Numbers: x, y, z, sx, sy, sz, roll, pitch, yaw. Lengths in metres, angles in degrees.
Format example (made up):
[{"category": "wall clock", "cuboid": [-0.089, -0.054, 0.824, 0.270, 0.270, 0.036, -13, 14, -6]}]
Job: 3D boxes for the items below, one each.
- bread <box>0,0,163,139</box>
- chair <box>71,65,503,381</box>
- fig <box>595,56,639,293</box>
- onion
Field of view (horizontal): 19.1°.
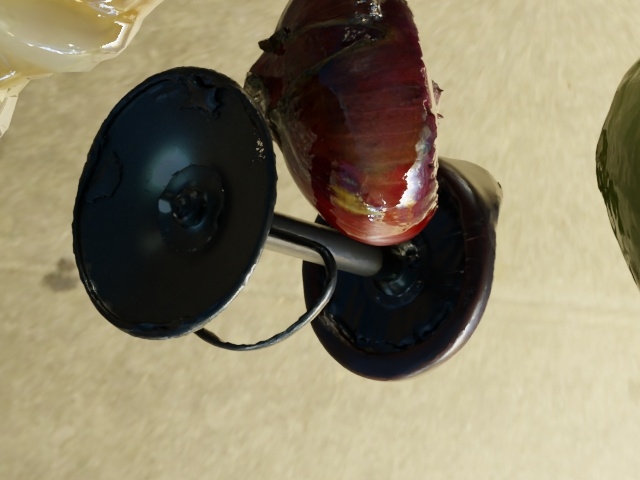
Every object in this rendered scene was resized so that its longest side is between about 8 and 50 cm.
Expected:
[{"category": "bread", "cuboid": [-0.157, -0.214, 0.437, 0.371, 0.279, 0.390, -34, 118, 30]}, {"category": "chair", "cuboid": [0.000, 0.000, 1.659, 0.226, 0.401, 0.226, -9, 76, 37]}, {"category": "fig", "cuboid": [0.194, -0.002, 0.571, 0.230, 0.207, 0.207, -13, 98, 24]}, {"category": "onion", "cuboid": [0.029, -0.117, 1.618, 0.161, 0.248, 0.248, -12, 98, 14]}]
